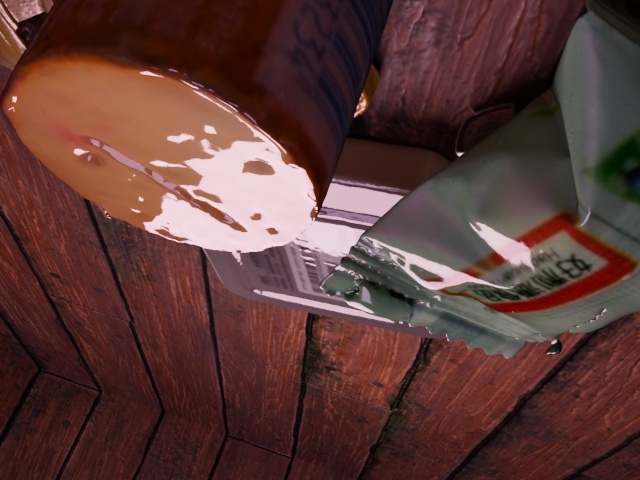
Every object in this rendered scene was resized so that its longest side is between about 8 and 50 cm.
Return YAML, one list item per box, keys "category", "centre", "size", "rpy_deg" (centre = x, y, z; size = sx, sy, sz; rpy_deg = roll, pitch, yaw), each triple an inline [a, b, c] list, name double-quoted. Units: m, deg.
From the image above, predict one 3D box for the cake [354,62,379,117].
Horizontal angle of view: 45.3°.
- category: "cake"
  centre: [0.017, -0.164, 0.782]
  size: [0.084, 0.044, 0.084]
  rpy_deg: [17, 152, 9]

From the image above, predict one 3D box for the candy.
- category: "candy"
  centre: [0.208, -0.018, 0.710]
  size: [0.263, 0.172, 0.398]
  rpy_deg: [32, 133, -13]

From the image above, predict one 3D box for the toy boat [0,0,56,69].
- category: "toy boat"
  centre: [-0.307, -0.283, 0.747]
  size: [0.122, 0.089, 0.321]
  rpy_deg: [10, 148, 7]

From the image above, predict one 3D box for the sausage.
- category: "sausage"
  centre: [-0.066, -0.168, 0.583]
  size: [0.233, 0.287, 0.233]
  rpy_deg: [14, 154, 7]

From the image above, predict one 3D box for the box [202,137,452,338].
- category: "box"
  centre: [0.000, 0.000, 1.024]
  size: [0.373, 0.090, 0.367]
  rpy_deg: [10, 148, 17]

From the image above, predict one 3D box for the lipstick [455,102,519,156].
- category: "lipstick"
  centre: [0.233, -0.035, 0.827]
  size: [0.077, 0.079, 0.253]
  rpy_deg: [-13, 132, 39]
